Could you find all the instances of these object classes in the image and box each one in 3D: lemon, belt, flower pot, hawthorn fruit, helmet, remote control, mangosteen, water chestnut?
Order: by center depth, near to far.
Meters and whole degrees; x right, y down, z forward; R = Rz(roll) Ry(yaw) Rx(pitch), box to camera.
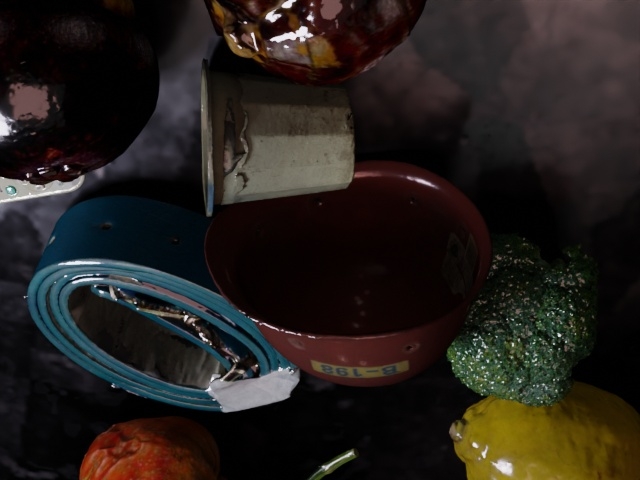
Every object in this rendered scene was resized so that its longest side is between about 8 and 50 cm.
[{"bbox_3d":[0.008,-0.364,1.218,0.347,0.335,0.335,-34,123,-9],"label":"water chestnut"},{"bbox_3d":[-0.362,-0.224,1.341,0.297,0.297,0.313,-30,99,23],"label":"mangosteen"},{"bbox_3d":[-0.063,-0.146,1.442,0.203,0.212,0.212,-5,127,-8],"label":"flower pot"},{"bbox_3d":[0.046,0.077,1.496,0.385,0.337,0.230,-3,135,5],"label":"helmet"},{"bbox_3d":[-0.452,-0.099,1.581,0.221,0.042,0.078,-8,127,11],"label":"remote control"},{"bbox_3d":[-0.224,0.106,1.640,0.436,0.173,0.300,29,133,-14],"label":"belt"},{"bbox_3d":[0.387,0.358,1.734,0.316,0.285,0.285,-2,135,-36],"label":"lemon"},{"bbox_3d":[-0.289,0.423,1.849,0.262,0.258,0.258,24,127,10],"label":"hawthorn fruit"}]

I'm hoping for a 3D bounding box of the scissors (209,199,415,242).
[{"bbox_3d":[0.000,0.000,1.637,0.447,0.029,0.192,7,126,0],"label":"scissors"}]

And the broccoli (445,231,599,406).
[{"bbox_3d":[0.297,0.115,1.584,0.261,0.241,0.269,-7,114,36],"label":"broccoli"}]

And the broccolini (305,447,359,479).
[{"bbox_3d":[-0.020,0.450,1.975,0.239,0.051,0.054,-42,139,22],"label":"broccolini"}]
